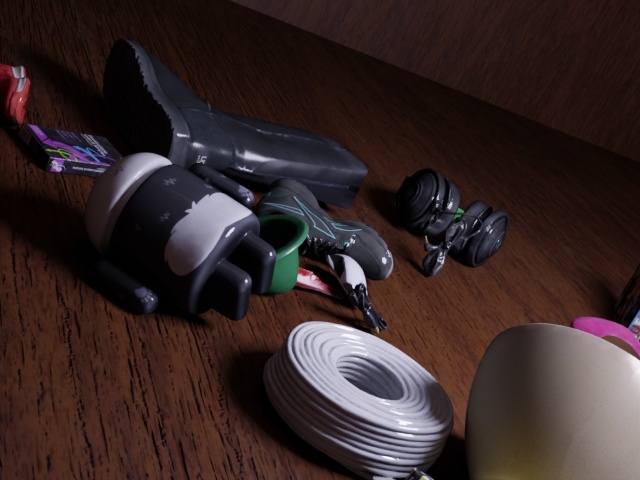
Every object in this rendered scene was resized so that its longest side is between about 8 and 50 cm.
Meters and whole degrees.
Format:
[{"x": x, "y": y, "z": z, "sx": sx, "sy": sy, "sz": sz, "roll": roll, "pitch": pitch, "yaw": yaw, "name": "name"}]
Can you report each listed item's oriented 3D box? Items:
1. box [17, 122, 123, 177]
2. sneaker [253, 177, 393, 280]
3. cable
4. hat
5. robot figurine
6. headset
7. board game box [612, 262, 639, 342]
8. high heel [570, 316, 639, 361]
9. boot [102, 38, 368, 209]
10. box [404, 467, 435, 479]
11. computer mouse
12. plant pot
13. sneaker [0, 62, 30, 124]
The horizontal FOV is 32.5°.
[{"x": -0.405, "y": -0.146, "z": 1.822, "sx": 0.162, "sy": 0.029, "sz": 0.116, "roll": 7, "pitch": 28, "yaw": -46, "name": "box"}, {"x": 0.000, "y": 0.000, "z": 1.913, "sx": 0.267, "sy": 0.101, "sz": 0.106, "roll": 32, "pitch": 43, "yaw": 12, "name": "sneaker"}, {"x": 0.051, "y": 0.205, "z": 1.441, "sx": 0.257, "sy": 0.089, "sz": 0.257, "roll": 26, "pitch": 20, "yaw": -2, "name": "cable"}, {"x": -0.075, "y": 0.074, "z": 1.709, "sx": 0.208, "sy": 0.183, "sz": 0.173, "roll": -14, "pitch": 26, "yaw": 1, "name": "hat"}, {"x": -0.197, "y": -0.004, "z": 1.533, "sx": 0.278, "sy": 0.173, "sz": 0.209, "roll": 32, "pitch": 17, "yaw": 13, "name": "robot figurine"}, {"x": 0.258, "y": -0.024, "z": 2.255, "sx": 0.243, "sy": 0.185, "sz": 0.394, "roll": 31, "pitch": 5, "yaw": -1, "name": "headset"}, {"x": 0.679, "y": 0.123, "z": 2.312, "sx": 0.042, "sy": 0.165, "sz": 0.243, "roll": 28, "pitch": 20, "yaw": 4, "name": "board game box"}, {"x": 0.566, "y": 0.231, "z": 2.058, "sx": 0.244, "sy": 0.082, "sz": 0.117, "roll": 38, "pitch": 32, "yaw": 16, "name": "high heel"}, {"x": -0.166, "y": -0.222, "z": 2.123, "sx": 0.445, "sy": 0.146, "sz": 0.367, "roll": 5, "pitch": 39, "yaw": -37, "name": "boot"}, {"x": 0.186, "y": 0.357, "z": 1.246, "sx": 0.232, "sy": 0.058, "sz": 0.087, "roll": 38, "pitch": -4, "yaw": 27, "name": "box"}, {"x": 0.057, "y": 0.071, "z": 1.797, "sx": 0.106, "sy": 0.042, "sz": 0.193, "roll": 54, "pitch": 3, "yaw": -32, "name": "computer mouse"}, {"x": 0.294, "y": 0.271, "z": 1.390, "sx": 0.284, "sy": 0.284, "sz": 0.191, "roll": 32, "pitch": 56, "yaw": 13, "name": "plant pot"}, {"x": -0.562, "y": -0.254, "z": 1.844, "sx": 0.128, "sy": 0.087, "sz": 0.221, "roll": 9, "pitch": 13, "yaw": -21, "name": "sneaker"}]
